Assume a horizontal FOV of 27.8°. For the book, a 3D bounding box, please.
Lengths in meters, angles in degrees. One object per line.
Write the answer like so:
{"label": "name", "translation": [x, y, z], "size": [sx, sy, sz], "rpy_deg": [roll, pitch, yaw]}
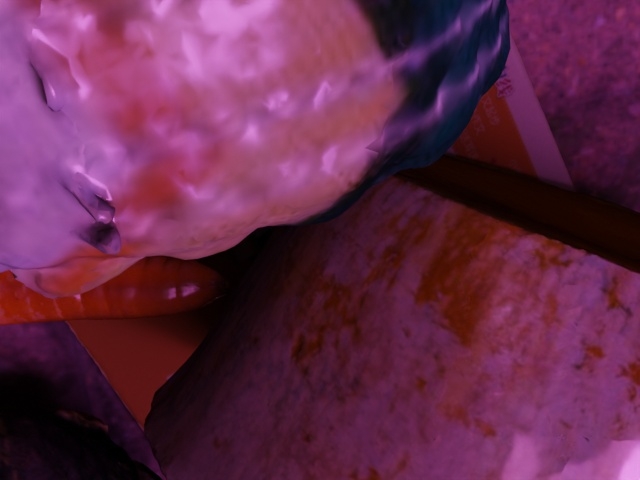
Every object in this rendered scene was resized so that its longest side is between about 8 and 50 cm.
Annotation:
{"label": "book", "translation": [0.000, 0.000, 0.744], "size": [0.295, 0.020, 0.208], "rpy_deg": [-28, 119, 0]}

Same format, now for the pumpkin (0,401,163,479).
{"label": "pumpkin", "translation": [-0.201, 0.238, 0.684], "size": [0.323, 0.241, 0.323], "rpy_deg": [-6, 109, -19]}

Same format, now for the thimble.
{"label": "thimble", "translation": [-0.059, -0.110, 0.527], "size": [0.254, 0.288, 0.167], "rpy_deg": [9, 125, 29]}

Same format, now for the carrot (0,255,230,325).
{"label": "carrot", "translation": [-0.182, 0.023, 0.671], "size": [0.271, 0.066, 0.062], "rpy_deg": [-7, 82, -2]}

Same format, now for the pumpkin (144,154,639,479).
{"label": "pumpkin", "translation": [0.104, 0.067, 0.631], "size": [0.332, 0.332, 0.199], "rpy_deg": [23, 95, -24]}
